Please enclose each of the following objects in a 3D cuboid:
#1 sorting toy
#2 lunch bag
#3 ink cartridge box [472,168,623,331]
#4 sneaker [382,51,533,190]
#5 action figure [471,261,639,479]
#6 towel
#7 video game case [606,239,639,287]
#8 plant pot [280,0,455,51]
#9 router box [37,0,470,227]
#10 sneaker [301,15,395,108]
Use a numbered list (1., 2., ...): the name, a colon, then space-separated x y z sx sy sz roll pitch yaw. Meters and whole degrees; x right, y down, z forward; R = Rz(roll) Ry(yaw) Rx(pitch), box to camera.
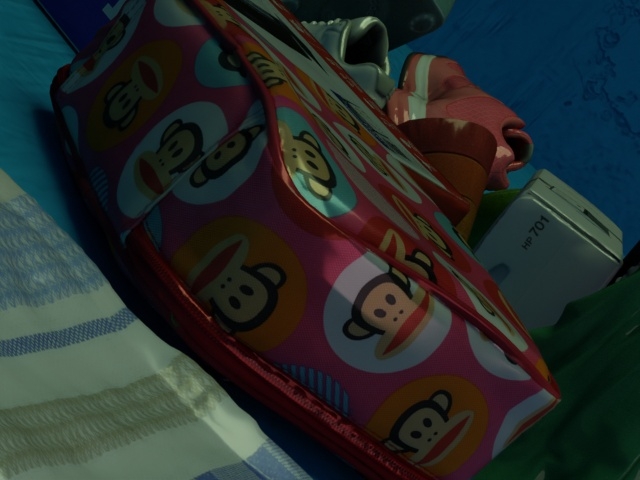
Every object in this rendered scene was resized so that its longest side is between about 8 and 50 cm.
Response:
1. sorting toy: 0.154 0.027 1.540 0.365 0.127 0.126 35 43 -50
2. lunch bag: 0.000 0.000 0.935 0.258 0.120 0.293 37 12 -32
3. ink cartridge box: 0.131 0.033 1.215 0.082 0.139 0.191 38 11 2
4. sneaker: 0.127 -0.092 1.671 0.136 0.116 0.314 12 17 6
5. action figure: 0.180 0.067 1.030 0.137 0.232 0.063 45 10 8
6. towel: -0.112 0.030 0.646 0.285 0.034 0.209 46 12 11
7. video game case: 0.309 0.063 1.180 0.248 0.035 0.275 16 -13 2
8. plant pot: 0.008 -0.308 1.782 0.248 0.247 0.252 51 18 -53
9. router box: -0.078 -0.139 1.291 0.335 0.082 0.301 50 12 30
10. sneaker: 0.009 -0.154 1.579 0.090 0.115 0.232 35 13 -37
